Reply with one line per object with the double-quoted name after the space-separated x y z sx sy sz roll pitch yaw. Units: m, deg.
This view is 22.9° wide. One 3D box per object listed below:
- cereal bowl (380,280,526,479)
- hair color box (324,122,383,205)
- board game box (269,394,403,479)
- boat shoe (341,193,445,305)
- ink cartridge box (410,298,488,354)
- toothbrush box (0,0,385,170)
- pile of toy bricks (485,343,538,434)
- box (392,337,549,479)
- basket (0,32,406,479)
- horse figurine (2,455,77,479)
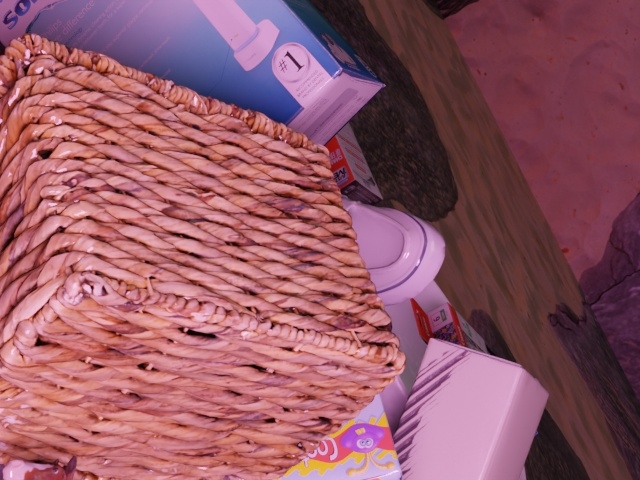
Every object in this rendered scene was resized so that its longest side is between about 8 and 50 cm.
0.066 0.153 1.618 0.339 0.141 0.339 51 19 -25 "cereal bowl"
0.015 -0.123 2.096 0.093 0.053 0.167 32 30 -59 "hair color box"
-0.026 0.135 1.309 0.144 0.142 0.275 81 -4 -47 "board game box"
0.000 0.000 1.461 0.084 0.258 0.095 29 73 -40 "boat shoe"
0.135 0.100 1.613 0.115 0.029 0.063 46 21 -39 "ink cartridge box"
-0.127 -0.173 1.396 0.295 0.216 0.126 48 14 14 "toothbrush box"
0.169 0.194 1.944 0.212 0.118 0.105 48 -14 -6 "pile of toy bricks"
0.102 0.233 1.371 0.275 0.094 0.113 -68 155 -10 "box"
-0.128 0.033 1.114 0.299 0.213 0.223 16 42 -41 "basket"
-0.175 0.245 0.904 0.174 0.066 0.263 18 41 -57 "horse figurine"
